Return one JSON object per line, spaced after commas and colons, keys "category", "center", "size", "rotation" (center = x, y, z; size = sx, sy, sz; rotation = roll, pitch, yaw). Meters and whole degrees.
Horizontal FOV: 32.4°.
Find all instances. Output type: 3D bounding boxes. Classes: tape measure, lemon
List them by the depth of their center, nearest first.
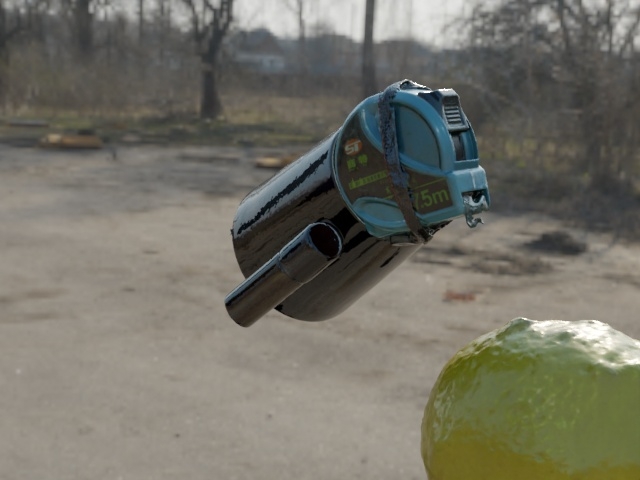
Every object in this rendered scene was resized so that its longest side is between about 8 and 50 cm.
{"category": "tape measure", "center": [0.075, -0.067, 0.975], "size": [0.125, 0.146, 0.081], "rotation": [-14, -2, 40]}
{"category": "lemon", "center": [0.217, 0.188, 0.997], "size": [0.288, 0.234, 0.233], "rotation": [7, 9, 35]}

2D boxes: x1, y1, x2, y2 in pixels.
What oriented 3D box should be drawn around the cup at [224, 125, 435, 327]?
{"category": "cup", "center": [0.015, 0.006, 1.116], "size": [0.166, 0.239, 0.177], "rotation": [31, -39, -20]}
